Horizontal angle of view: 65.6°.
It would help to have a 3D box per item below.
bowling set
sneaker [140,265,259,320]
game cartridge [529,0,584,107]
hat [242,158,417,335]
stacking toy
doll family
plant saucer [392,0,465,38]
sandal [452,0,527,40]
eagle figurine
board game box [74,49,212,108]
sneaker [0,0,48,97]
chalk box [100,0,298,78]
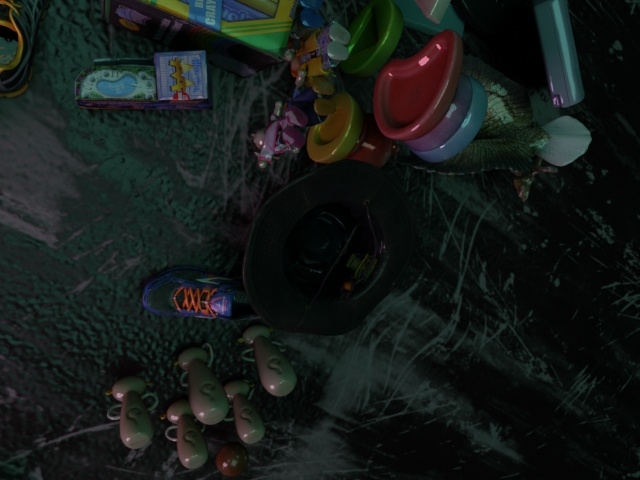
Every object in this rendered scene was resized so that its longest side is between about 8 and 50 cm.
[{"bbox_3d":[-0.185,0.277,0.811,0.287,0.154,0.199,-11,122,-23],"label":"bowling set"},{"bbox_3d":[-0.171,0.089,0.794,0.221,0.087,0.083,2,98,-24],"label":"sneaker"},{"bbox_3d":[0.421,-0.359,0.897,0.196,0.060,0.294,66,29,-14],"label":"game cartridge"},{"bbox_3d":[0.000,0.000,0.829,0.332,0.134,0.331,-16,122,-28],"label":"hat"},{"bbox_3d":[0.135,-0.242,0.776,0.131,0.309,0.279,20,80,-33],"label":"stacking toy"},{"bbox_3d":[-0.025,-0.231,0.763,0.119,0.163,0.262,9,90,-26],"label":"doll family"},{"bbox_3d":[0.187,-0.416,0.904,0.192,0.018,0.067,6,96,-24],"label":"plant saucer"},{"bbox_3d":[0.277,-0.571,0.864,0.168,0.107,0.445,-32,110,-19],"label":"sandal"},{"bbox_3d":[0.296,-0.185,0.903,0.298,0.226,0.225,23,110,-31],"label":"eagle figurine"},{"bbox_3d":[-0.220,-0.210,0.660,0.194,0.194,0.060,-6,101,-24],"label":"board game box"},{"bbox_3d":[-0.397,-0.294,0.629,0.084,0.083,0.214,2,97,-23],"label":"sneaker"},{"bbox_3d":[-0.184,-0.363,0.658,0.289,0.180,0.179,16,93,-27],"label":"chalk box"}]
